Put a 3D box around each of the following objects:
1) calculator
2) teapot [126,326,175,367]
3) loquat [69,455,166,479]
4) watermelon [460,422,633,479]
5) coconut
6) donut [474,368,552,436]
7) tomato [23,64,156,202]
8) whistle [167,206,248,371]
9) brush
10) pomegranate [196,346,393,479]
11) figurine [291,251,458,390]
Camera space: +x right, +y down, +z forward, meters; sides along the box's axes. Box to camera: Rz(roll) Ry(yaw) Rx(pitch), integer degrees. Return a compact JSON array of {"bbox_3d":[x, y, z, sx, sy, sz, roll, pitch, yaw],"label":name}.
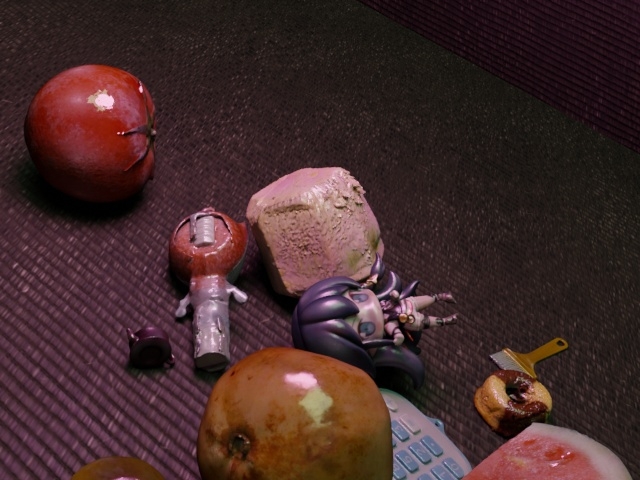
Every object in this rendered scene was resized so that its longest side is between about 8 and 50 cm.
[{"bbox_3d":[0.066,0.348,1.165,0.386,0.054,0.256,-18,50,-42],"label":"calculator"},{"bbox_3d":[-0.270,0.168,1.238,0.100,0.068,0.045,39,18,-39],"label":"teapot"},{"bbox_3d":[-0.245,0.354,0.939,0.152,0.152,0.195,2,31,-22],"label":"loquat"},{"bbox_3d":[0.305,0.361,1.066,0.292,0.250,0.283,21,23,-26],"label":"watermelon"},{"bbox_3d":[0.000,0.000,1.448,0.233,0.245,0.233,-21,19,8],"label":"coconut"},{"bbox_3d":[0.346,0.286,1.373,0.140,0.059,0.140,13,33,-9],"label":"donut"},{"bbox_3d":[-0.438,-0.202,1.489,0.265,0.265,0.265,12,36,-9],"label":"tomato"},{"bbox_3d":[-0.196,0.066,1.359,0.142,0.134,0.346,3,47,-13],"label":"whistle"},{"bbox_3d":[0.423,0.226,1.525,0.205,0.011,0.083,-14,47,-39],"label":"brush"},{"bbox_3d":[-0.024,0.257,1.002,0.252,0.229,0.270,1,-11,28],"label":"pomegranate"},{"bbox_3d":[0.082,0.147,1.315,0.265,0.197,0.175,16,29,-20],"label":"figurine"}]
